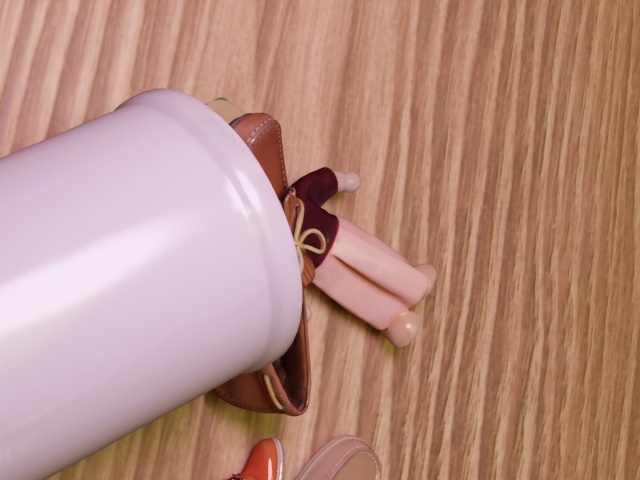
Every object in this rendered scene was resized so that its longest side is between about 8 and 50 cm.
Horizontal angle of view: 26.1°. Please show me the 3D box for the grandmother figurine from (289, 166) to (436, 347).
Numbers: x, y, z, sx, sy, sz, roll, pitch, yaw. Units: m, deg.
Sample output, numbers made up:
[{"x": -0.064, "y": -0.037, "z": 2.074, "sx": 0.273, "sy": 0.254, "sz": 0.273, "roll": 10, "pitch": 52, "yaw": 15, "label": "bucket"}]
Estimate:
[{"x": 0.000, "y": 0.000, "z": 1.750, "sx": 0.342, "sy": 0.104, "sz": 0.208, "roll": 31, "pitch": 63, "yaw": -33, "label": "grandmother figurine"}]

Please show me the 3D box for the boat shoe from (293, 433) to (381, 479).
[{"x": 0.002, "y": 0.399, "z": 1.702, "sx": 0.121, "sy": 0.110, "sz": 0.341, "roll": 38, "pitch": 65, "yaw": -28, "label": "boat shoe"}]

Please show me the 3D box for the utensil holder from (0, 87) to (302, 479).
[{"x": -0.268, "y": 0.060, "z": 1.413, "sx": 0.385, "sy": 0.327, "sz": 0.328, "roll": -27, "pitch": 101, "yaw": -32, "label": "utensil holder"}]

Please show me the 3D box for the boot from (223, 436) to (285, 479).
[{"x": -0.098, "y": 0.303, "z": 1.673, "sx": 0.084, "sy": 0.059, "sz": 0.158, "roll": 31, "pitch": 69, "yaw": -25, "label": "boot"}]

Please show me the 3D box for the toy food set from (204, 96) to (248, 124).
[{"x": -0.123, "y": -0.136, "z": 1.719, "sx": 0.082, "sy": 0.020, "sz": 0.083, "roll": 25, "pitch": 72, "yaw": -32, "label": "toy food set"}]

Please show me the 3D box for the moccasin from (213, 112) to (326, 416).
[{"x": -0.062, "y": 0.036, "z": 1.584, "sx": 0.139, "sy": 0.147, "sz": 0.380, "roll": -31, "pitch": 129, "yaw": -52, "label": "moccasin"}]
